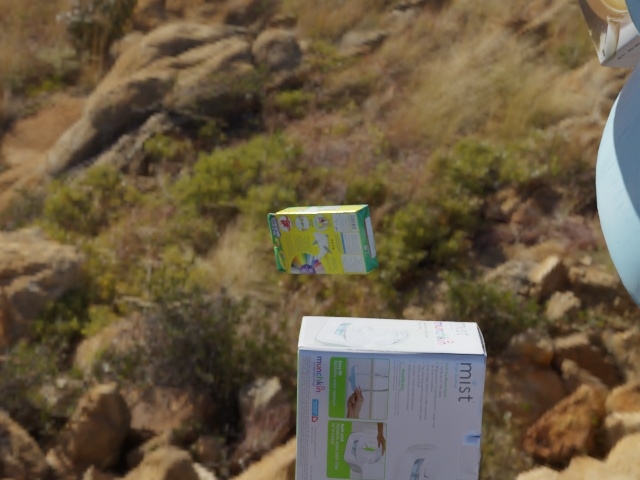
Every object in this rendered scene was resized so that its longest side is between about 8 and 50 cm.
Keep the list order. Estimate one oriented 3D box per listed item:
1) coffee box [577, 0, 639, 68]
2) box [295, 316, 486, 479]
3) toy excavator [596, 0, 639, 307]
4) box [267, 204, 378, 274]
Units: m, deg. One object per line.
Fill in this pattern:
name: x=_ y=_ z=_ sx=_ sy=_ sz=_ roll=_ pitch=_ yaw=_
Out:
coffee box: x=0.351 y=-0.356 z=1.243 sx=0.118 sy=0.168 sz=0.297 roll=-2 pitch=68 yaw=-33
box: x=0.085 y=0.240 z=1.444 sx=0.231 sy=0.262 sz=0.127 roll=1 pitch=15 yaw=1
toy excavator: x=0.219 y=0.031 z=0.437 sx=0.445 sy=0.222 sz=0.433 roll=-38 pitch=76 yaw=-14
box: x=0.000 y=0.000 z=1.802 sx=0.179 sy=0.105 sz=0.043 roll=-1 pitch=16 yaw=34
